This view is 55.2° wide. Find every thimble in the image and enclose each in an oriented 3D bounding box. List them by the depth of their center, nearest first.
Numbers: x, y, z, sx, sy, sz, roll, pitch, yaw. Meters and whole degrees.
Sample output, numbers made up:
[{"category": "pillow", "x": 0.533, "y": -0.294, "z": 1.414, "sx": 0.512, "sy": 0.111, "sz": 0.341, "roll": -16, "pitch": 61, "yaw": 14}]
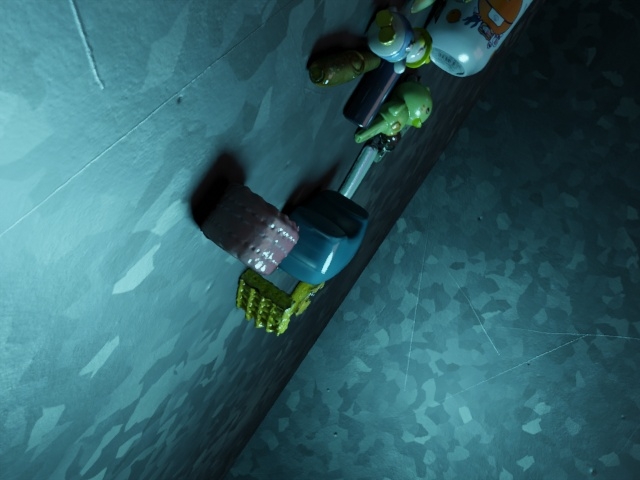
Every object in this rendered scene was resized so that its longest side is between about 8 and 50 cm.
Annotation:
[{"category": "thimble", "x": -0.138, "y": -0.023, "z": 1.192, "sx": 0.125, "sy": 0.163, "sz": 0.189, "roll": -55, "pitch": 154, "yaw": -4}]

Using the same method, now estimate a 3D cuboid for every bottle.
[{"category": "bottle", "x": 0.150, "y": -0.401, "z": 1.545, "sx": 0.244, "sy": 0.072, "sz": 0.082, "roll": -58, "pitch": -157, "yaw": 9}]

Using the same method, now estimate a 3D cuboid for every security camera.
[{"category": "security camera", "x": 0.217, "y": -0.308, "z": 2.126, "sx": 0.058, "sy": 0.058, "sz": 0.092, "roll": -49, "pitch": 175, "yaw": -29}]

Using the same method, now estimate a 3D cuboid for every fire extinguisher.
[{"category": "fire extinguisher", "x": 0.245, "y": -0.380, "z": 2.007, "sx": 0.231, "sy": 0.071, "sz": 0.099, "roll": -50, "pitch": 141, "yaw": -22}]

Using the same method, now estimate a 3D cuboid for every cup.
[{"category": "cup", "x": 0.445, "y": -0.640, "z": 1.745, "sx": 0.317, "sy": 0.212, "sz": 0.212, "roll": -55, "pitch": 168, "yaw": 2}]

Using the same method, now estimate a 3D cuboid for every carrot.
[{"category": "carrot", "x": 0.070, "y": -0.378, "z": 1.314, "sx": 0.342, "sy": 0.070, "sz": 0.070, "roll": -40, "pitch": 160, "yaw": -57}]

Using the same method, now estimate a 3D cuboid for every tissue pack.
[{"category": "tissue pack", "x": 0.000, "y": 0.000, "z": 1.708, "sx": 0.287, "sy": 0.198, "sz": 0.206, "roll": -41, "pitch": 160, "yaw": -57}]

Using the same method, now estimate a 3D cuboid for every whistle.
[{"category": "whistle", "x": 0.232, "y": -0.364, "z": 1.819, "sx": 0.294, "sy": 0.141, "sz": 0.141, "roll": -50, "pitch": 167, "yaw": -22}]

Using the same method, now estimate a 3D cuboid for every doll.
[{"category": "doll", "x": 0.186, "y": -0.455, "z": 1.399, "sx": 0.241, "sy": 0.135, "sz": 0.099, "roll": -6, "pitch": 145, "yaw": -53}]

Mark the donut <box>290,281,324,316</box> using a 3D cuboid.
[{"category": "donut", "x": -0.064, "y": 0.207, "z": 2.325, "sx": 0.181, "sy": 0.078, "sz": 0.146, "roll": -56, "pitch": 169, "yaw": 32}]

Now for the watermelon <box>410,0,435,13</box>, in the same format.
[{"category": "watermelon", "x": 0.282, "y": -0.654, "z": 1.440, "sx": 0.119, "sy": 0.063, "sz": 0.245, "roll": -29, "pitch": 157, "yaw": -45}]

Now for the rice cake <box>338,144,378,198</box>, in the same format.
[{"category": "rice cake", "x": 0.115, "y": -0.210, "z": 1.987, "sx": 0.222, "sy": 0.042, "sz": 0.080, "roll": -59, "pitch": 169, "yaw": 16}]

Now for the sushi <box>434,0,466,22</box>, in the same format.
[{"category": "sushi", "x": 0.395, "y": -0.702, "z": 1.503, "sx": 0.359, "sy": 0.064, "sz": 0.343, "roll": -63, "pitch": -177, "yaw": 27}]

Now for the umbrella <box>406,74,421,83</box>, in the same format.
[{"category": "umbrella", "x": 0.303, "y": -0.497, "z": 1.970, "sx": 0.188, "sy": 0.046, "sz": 0.050, "roll": 6, "pitch": 99, "yaw": -74}]

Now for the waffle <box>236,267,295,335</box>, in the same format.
[{"category": "waffle", "x": -0.154, "y": 0.185, "z": 1.685, "sx": 0.055, "sy": 0.160, "sz": 0.211, "roll": -48, "pitch": 165, "yaw": -34}]
